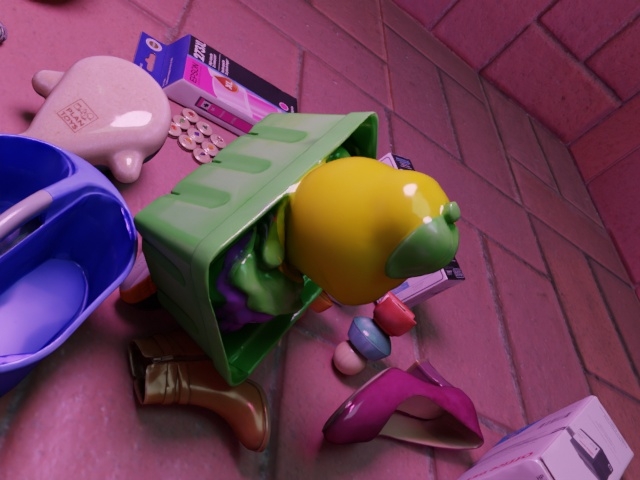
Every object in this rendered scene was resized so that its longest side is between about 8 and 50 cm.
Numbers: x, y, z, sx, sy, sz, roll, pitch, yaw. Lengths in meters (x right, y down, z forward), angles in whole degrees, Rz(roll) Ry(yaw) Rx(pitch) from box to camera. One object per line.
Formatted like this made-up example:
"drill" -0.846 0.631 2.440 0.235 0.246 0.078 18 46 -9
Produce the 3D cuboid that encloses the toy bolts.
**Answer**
"toy bolts" 0.040 0.119 1.040 0.228 0.158 0.218 46 6 9

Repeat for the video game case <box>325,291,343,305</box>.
"video game case" -0.025 -0.003 1.166 0.206 0.026 0.227 32 38 -22

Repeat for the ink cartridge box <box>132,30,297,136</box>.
"ink cartridge box" -0.210 -0.321 1.253 0.370 0.069 0.176 23 41 -28

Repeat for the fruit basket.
"fruit basket" 0.000 0.000 0.760 0.391 0.283 0.392 -1 44 1

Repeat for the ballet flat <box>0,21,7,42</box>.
"ballet flat" -0.550 -0.361 0.945 0.114 0.041 0.041 44 34 -5

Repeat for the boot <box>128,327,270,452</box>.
"boot" -0.162 0.202 0.774 0.152 0.073 0.197 5 41 -47

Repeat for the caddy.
"caddy" -0.357 0.018 0.646 0.241 0.179 0.341 40 35 -9

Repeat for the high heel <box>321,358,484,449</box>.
"high heel" 0.154 0.301 0.957 0.181 0.127 0.377 50 29 23

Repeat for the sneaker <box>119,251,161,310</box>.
"sneaker" -0.231 0.001 0.899 0.121 0.099 0.262 23 42 15

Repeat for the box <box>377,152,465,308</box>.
"box" 0.155 -0.013 1.218 0.087 0.169 0.290 5 59 -52

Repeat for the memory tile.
"memory tile" -0.228 -0.191 1.142 0.148 0.012 0.113 42 35 -8

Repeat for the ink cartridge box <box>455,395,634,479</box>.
"ink cartridge box" 0.373 0.408 1.012 0.307 0.223 0.129 -8 63 -50

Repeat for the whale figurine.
"whale figurine" -0.359 -0.159 0.892 0.216 0.141 0.272 46 59 -1
